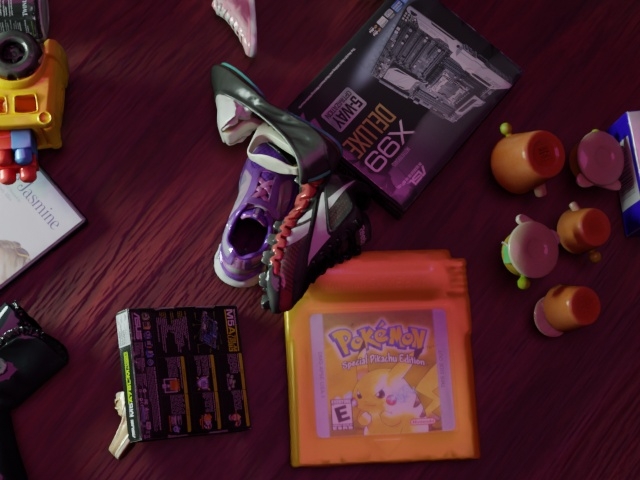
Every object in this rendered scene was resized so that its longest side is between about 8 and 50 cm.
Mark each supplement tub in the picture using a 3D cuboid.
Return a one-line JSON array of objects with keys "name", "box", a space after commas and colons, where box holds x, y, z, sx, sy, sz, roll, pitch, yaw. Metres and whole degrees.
[{"name": "supplement tub", "box": [-0.518, -0.357, 1.769, 0.190, 0.117, 0.117, -2, 78, -6]}]

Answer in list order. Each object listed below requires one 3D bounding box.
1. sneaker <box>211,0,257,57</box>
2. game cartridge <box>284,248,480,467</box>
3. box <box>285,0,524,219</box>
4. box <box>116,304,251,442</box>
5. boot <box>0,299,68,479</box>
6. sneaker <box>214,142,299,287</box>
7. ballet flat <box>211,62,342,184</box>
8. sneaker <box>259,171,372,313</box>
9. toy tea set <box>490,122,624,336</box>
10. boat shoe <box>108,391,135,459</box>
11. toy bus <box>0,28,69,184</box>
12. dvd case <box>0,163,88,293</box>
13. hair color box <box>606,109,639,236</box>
[{"name": "sneaker", "box": [-0.136, -0.351, 1.838, 0.070, 0.051, 0.134, -4, 75, -5]}, {"name": "game cartridge", "box": [0.090, 0.174, 1.745, 0.285, 0.052, 0.323, -2, 79, -6]}, {"name": "box", "box": [0.130, -0.224, 1.820, 0.242, 0.076, 0.307, 41, 77, 5]}, {"name": "box", "box": [-0.197, 0.190, 1.679, 0.184, 0.045, 0.190, 0, 76, -37]}, {"name": "boot", "box": [-0.441, 0.232, 1.660, 0.207, 0.094, 0.246, -41, 78, -8]}, {"name": "sneaker", "box": [-0.092, -0.048, 1.748, 0.095, 0.104, 0.236, 17, 74, 1]}, {"name": "ballet flat", "box": [-0.093, -0.174, 1.740, 0.280, 0.095, 0.096, 36, 70, 30]}, {"name": "sneaker", "box": [0.000, 0.000, 1.708, 0.135, 0.097, 0.276, 17, 53, 10]}, {"name": "toy tea set", "box": [0.349, -0.021, 1.793, 0.200, 0.124, 0.336, 13, 78, -20]}, {"name": "boat shoe", "box": [-0.272, 0.237, 1.696, 0.059, 0.063, 0.170, 25, 67, 3]}, {"name": "toy bus", "box": [-0.487, -0.187, 1.715, 0.220, 0.149, 0.211, -2, 76, -5]}, {"name": "dvd case", "box": [-0.505, -0.016, 1.745, 0.253, 0.022, 0.180, -40, 84, -12]}, {"name": "hair color box", "box": [0.645, -0.119, 1.833, 0.339, 0.110, 0.185, -6, 78, -8]}]
